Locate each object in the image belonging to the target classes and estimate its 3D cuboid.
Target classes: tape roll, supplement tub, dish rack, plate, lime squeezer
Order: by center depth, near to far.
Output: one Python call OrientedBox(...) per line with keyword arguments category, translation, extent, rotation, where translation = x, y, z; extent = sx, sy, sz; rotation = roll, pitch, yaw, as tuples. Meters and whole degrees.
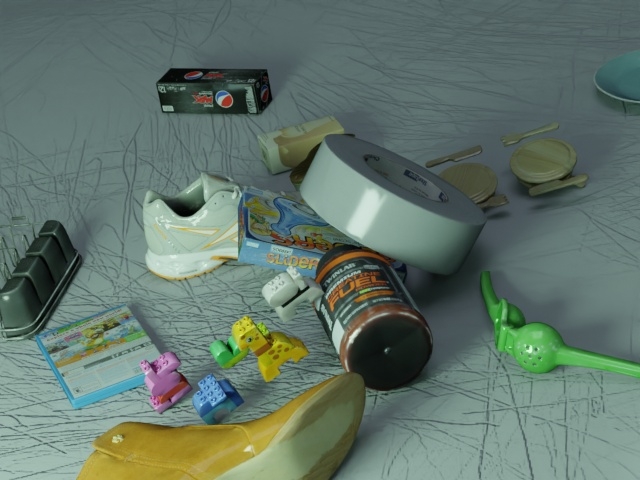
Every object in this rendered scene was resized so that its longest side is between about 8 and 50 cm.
OrientedBox(category="lime squeezer", translation=(0.237, 0.094, 1.784), extent=(0.110, 0.059, 0.310), rotation=(-25, 32, -25))
OrientedBox(category="supplement tub", translation=(0.050, 0.078, 1.819), extent=(0.106, 0.106, 0.198), rotation=(-15, 29, -9))
OrientedBox(category="tape roll", translation=(0.087, -0.045, 1.944), extent=(0.219, 0.072, 0.219), rotation=(25, 15, -7))
OrientedBox(category="dish rack", translation=(-0.463, 0.048, 2.072), extent=(0.271, 0.074, 0.208), rotation=(-4, 28, 14))
OrientedBox(category="plate", translation=(0.485, -0.230, 2.317), extent=(0.188, 0.024, 0.188), rotation=(-8, 30, 4))

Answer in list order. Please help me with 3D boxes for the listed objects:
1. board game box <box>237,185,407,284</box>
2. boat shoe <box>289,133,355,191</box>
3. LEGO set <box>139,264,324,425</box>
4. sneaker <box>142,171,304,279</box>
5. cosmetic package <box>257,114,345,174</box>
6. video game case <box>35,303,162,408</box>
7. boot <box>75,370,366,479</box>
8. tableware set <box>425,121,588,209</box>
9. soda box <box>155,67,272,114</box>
OrientedBox(category="board game box", translation=(0.000, 0.000, 1.969), extent=(0.201, 0.035, 0.136), rotation=(12, 28, -10))
OrientedBox(category="boat shoe", translation=(0.006, -0.100, 2.213), extent=(0.050, 0.045, 0.135), rotation=(5, 35, 40))
OrientedBox(category="LEGO set", translation=(-0.093, 0.114, 1.747), extent=(0.227, 0.093, 0.087), rotation=(-37, 48, -2))
OrientedBox(category="sneaker", translation=(-0.101, -0.036, 2.054), extent=(0.262, 0.121, 0.099), rotation=(-14, 30, -8))
OrientedBox(category="cosmetic package", translation=(-0.025, -0.136, 2.290), extent=(0.115, 0.041, 0.060), rotation=(-17, 29, -13))
OrientedBox(category="video game case", translation=(-0.258, 0.134, 1.908), extent=(0.119, 0.015, 0.166), rotation=(-20, 31, -16))
OrientedBox(category="boot", translation=(-0.110, 0.207, 1.640), extent=(0.211, 0.104, 0.295), rotation=(14, 41, 35))
OrientedBox(category="tableware set", translation=(0.241, -0.079, 2.112), extent=(0.194, 0.039, 0.128), rotation=(-17, 41, -1))
OrientedBox(category="soda box", translation=(-0.163, -0.229, 2.487), extent=(0.168, 0.053, 0.060), rotation=(4, 31, 22))
